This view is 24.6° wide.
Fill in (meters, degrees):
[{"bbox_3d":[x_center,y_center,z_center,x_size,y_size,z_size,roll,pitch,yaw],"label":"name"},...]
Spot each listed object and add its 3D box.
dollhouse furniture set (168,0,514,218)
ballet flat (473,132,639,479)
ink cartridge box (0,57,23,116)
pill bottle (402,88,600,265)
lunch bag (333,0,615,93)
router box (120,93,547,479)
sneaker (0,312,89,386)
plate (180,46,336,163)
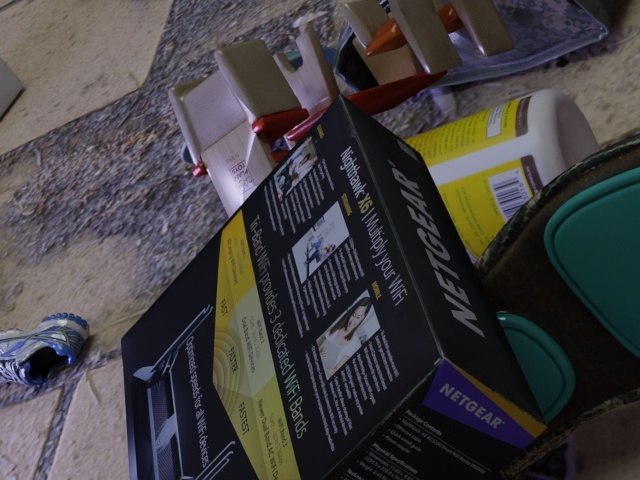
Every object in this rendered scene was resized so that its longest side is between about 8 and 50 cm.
[{"bbox_3d":[0.007,-0.107,1.244,0.259,0.135,0.262,-22,-6,-45],"label":"dollhouse furniture set"},{"bbox_3d":[0.170,0.028,0.920,0.483,0.164,0.182,-36,12,34],"label":"ballet flat"},{"bbox_3d":[-0.527,-0.162,1.996,0.154,0.093,0.212,-5,42,43],"label":"ink cartridge box"},{"bbox_3d":[0.108,-0.033,1.152,0.215,0.117,0.117,-18,36,29],"label":"pill bottle"},{"bbox_3d":[0.140,-0.275,1.394,0.287,0.169,0.235,-19,39,42],"label":"lunch bag"},{"bbox_3d":[-0.013,0.082,0.885,0.243,0.081,0.309,-47,27,18],"label":"router box"},{"bbox_3d":[-0.289,0.117,1.431,0.135,0.052,0.058,-25,38,22],"label":"sneaker"},{"bbox_3d":[-0.065,-0.140,1.450,0.188,0.024,0.188,-34,-8,-5],"label":"plate"}]
